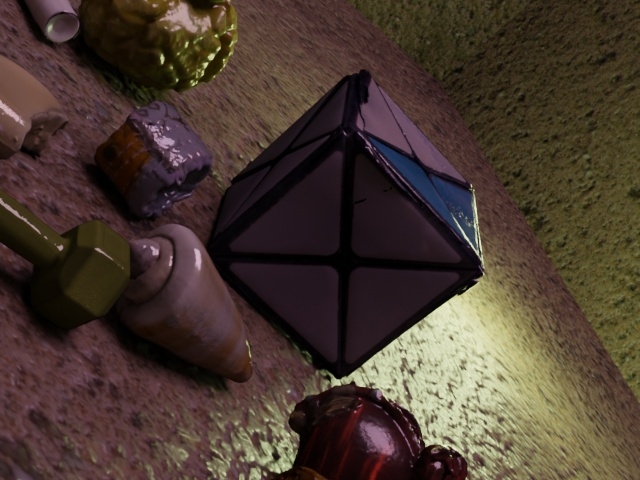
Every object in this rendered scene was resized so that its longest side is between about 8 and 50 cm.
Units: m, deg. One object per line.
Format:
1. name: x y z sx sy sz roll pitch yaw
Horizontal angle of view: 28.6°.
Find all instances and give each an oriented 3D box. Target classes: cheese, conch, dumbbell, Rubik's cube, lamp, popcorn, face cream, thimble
1. cheese: -0.418 -0.193 1.504 0.249 0.071 0.163 43 18 -16
2. conch: -0.169 0.091 1.489 0.158 0.127 0.255 25 -33 53
3. dumbbell: -0.333 -0.026 1.297 0.302 0.108 0.121 41 19 -27
4. Rubik's cube: 0.048 -0.028 1.895 0.305 0.310 0.307 44 20 -15
5. lamp: 0.051 0.289 1.512 0.223 0.215 0.151 29 15 27
6. popcorn: -0.251 -0.356 1.997 0.224 0.270 0.258 62 -24 25
7. face cream: -0.433 -0.388 1.915 0.092 0.058 0.243 21 26 -48
8. thimble: -0.223 -0.108 1.706 0.118 0.127 0.151 50 22 5

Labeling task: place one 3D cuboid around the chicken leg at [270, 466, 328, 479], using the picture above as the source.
1. chicken leg: -0.003 0.338 1.381 0.101 0.085 0.207 29 25 -51
